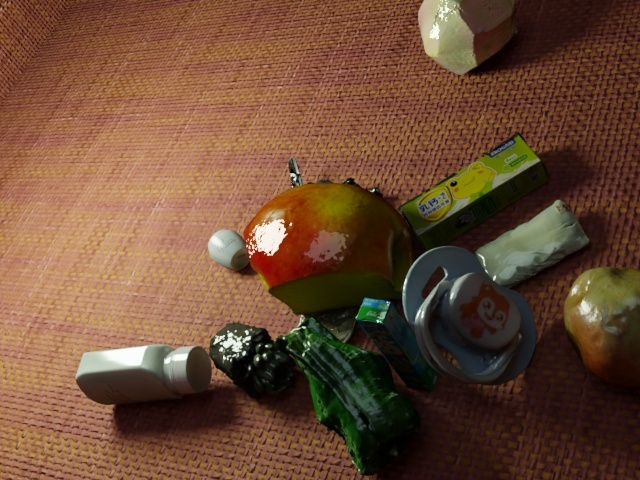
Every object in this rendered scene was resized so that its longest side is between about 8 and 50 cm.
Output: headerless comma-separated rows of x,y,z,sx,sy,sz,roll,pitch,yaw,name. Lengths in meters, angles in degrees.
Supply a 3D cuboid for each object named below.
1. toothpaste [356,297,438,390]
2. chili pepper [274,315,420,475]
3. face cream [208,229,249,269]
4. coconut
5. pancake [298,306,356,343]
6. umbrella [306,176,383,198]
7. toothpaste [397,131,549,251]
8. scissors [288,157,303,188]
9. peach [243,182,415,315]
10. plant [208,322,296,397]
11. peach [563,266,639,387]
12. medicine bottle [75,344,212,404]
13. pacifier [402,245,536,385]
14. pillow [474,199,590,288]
0.153,0.203,1.763,0.065,0.266,0.050,5,57,34,toothpaste
0.051,0.276,1.806,0.168,0.213,0.385,-27,51,-21,chili pepper
-0.225,0.024,2.274,0.091,0.091,0.095,-46,53,-11,face cream
0.361,-0.541,2.299,0.245,0.233,0.233,-43,44,-18,coconut
0.014,0.187,2.036,0.152,0.025,0.151,-16,48,18,pancake
0.048,-0.119,2.248,0.224,0.071,0.080,13,34,44,umbrella
0.343,-0.105,2.046,0.328,0.077,0.110,-32,46,4,toothpaste
-0.046,-0.079,2.254,0.160,0.024,0.317,-25,56,18,scissors
0.000,0.000,2.027,0.381,0.242,0.306,-9,54,26,peach
-0.149,0.260,1.997,0.195,0.132,0.129,20,64,42,plant
0.542,0.141,1.644,0.214,0.214,0.235,-35,26,1,peach
-0.400,0.305,2.091,0.296,0.161,0.111,-9,52,27,medicine bottle
0.265,0.164,1.790,0.244,0.299,0.233,-52,6,-20,pacifier
0.436,0.014,1.907,0.229,0.051,0.128,-32,51,6,pillow
